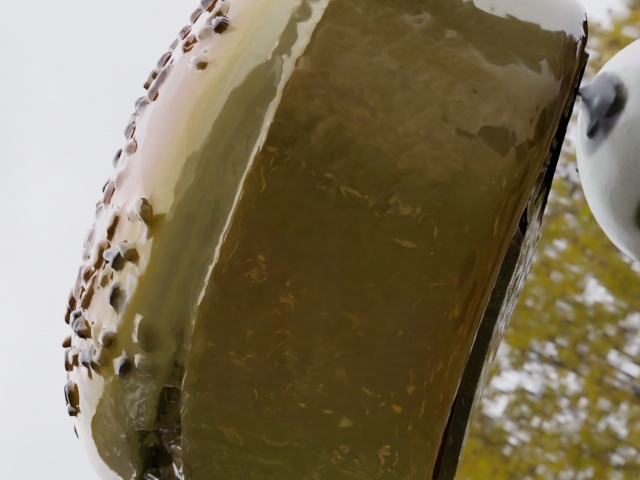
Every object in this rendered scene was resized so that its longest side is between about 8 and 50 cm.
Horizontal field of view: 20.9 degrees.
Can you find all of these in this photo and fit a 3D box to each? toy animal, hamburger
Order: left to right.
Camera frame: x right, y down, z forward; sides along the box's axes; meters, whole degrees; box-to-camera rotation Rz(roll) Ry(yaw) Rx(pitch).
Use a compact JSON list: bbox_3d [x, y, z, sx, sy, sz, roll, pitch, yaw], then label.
[{"bbox_3d":[0.000,0.000,0.737,0.300,0.176,0.300,20,-90,-81],"label":"hamburger"},{"bbox_3d":[0.352,-0.098,1.367,0.310,0.251,0.251,-20,-55,3],"label":"toy animal"}]
